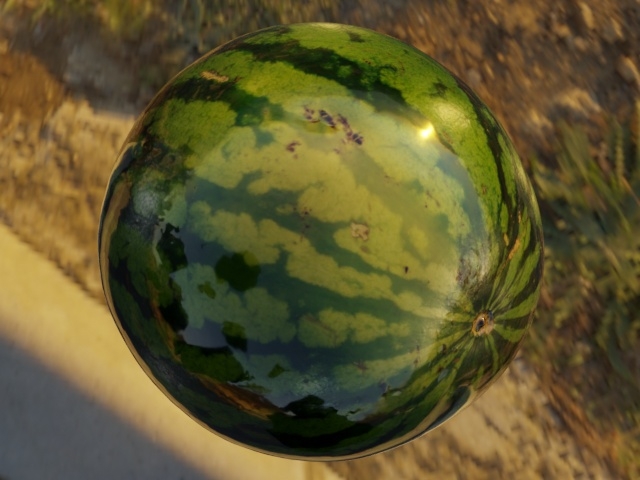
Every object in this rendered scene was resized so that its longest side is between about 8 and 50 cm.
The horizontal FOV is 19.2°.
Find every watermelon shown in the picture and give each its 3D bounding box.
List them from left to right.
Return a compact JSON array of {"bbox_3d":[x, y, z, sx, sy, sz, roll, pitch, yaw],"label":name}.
[{"bbox_3d":[0.000,0.000,1.230,0.285,0.285,0.285,-1,110,-3],"label":"watermelon"}]
